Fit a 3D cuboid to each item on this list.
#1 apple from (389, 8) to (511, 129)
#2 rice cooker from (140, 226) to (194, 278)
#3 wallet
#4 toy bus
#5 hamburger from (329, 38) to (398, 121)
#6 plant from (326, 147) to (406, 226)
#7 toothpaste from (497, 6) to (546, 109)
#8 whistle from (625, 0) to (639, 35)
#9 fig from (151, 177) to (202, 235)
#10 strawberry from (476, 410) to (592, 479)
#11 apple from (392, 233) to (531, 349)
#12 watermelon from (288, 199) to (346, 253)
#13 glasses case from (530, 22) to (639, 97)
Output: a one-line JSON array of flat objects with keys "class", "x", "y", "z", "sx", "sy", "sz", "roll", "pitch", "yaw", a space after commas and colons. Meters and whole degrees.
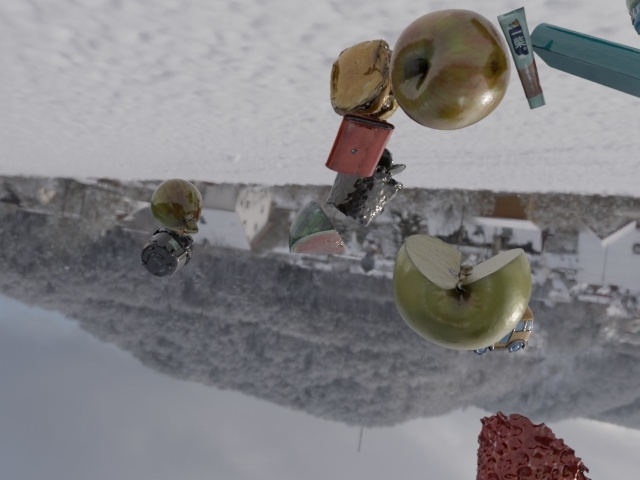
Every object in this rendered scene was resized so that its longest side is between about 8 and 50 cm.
[{"class": "apple", "x": 0.296, "y": -0.378, "z": 1.440, "sx": 0.265, "sy": 0.264, "sz": 0.264, "roll": 8, "pitch": 177, "yaw": 0}, {"class": "rice cooker", "x": -0.472, "y": 0.035, "z": 2.001, "sx": 0.142, "sy": 0.118, "sz": 0.203, "roll": 42, "pitch": 135, "yaw": -4}, {"class": "wallet", "x": 0.105, "y": -0.257, "z": 1.778, "sx": 0.142, "sy": 0.045, "sz": 0.204, "roll": 12, "pitch": 145, "yaw": -8}, {"class": "toy bus", "x": 0.472, "y": 0.220, "z": 1.760, "sx": 0.210, "sy": 0.136, "sz": 0.126, "roll": 0, "pitch": -143, "yaw": -17}, {"class": "hamburger", "x": 0.137, "y": -0.445, "z": 1.841, "sx": 0.244, "sy": 0.244, "sz": 0.163, "roll": 6, "pitch": 170, "yaw": 45}, {"class": "plant", "x": 0.153, "y": -0.197, "z": 2.193, "sx": 0.199, "sy": 0.276, "sz": 0.188, "roll": 27, "pitch": -171, "yaw": -37}, {"class": "toothpaste", "x": 0.422, "y": -0.374, "z": 1.342, "sx": 0.056, "sy": 0.205, "sz": 0.036, "roll": -17, "pitch": -172, "yaw": 17}, {"class": "whistle", "x": 0.692, "y": -0.477, "z": 1.364, "sx": 0.077, "sy": 0.235, "sz": 0.114, "roll": 1, "pitch": 137, "yaw": 16}, {"class": "fig", "x": -0.379, "y": -0.086, "z": 1.783, "sx": 0.186, "sy": 0.142, "sz": 0.148, "roll": 39, "pitch": 163, "yaw": 18}, {"class": "strawberry", "x": 0.351, "y": 0.447, "z": 1.198, "sx": 0.234, "sy": 0.233, "sz": 0.178, "roll": 6, "pitch": -150, "yaw": 47}, {"class": "apple", "x": 0.307, "y": 0.117, "z": 1.435, "sx": 0.295, "sy": 0.233, "sz": 0.258, "roll": 6, "pitch": -172, "yaw": 12}, {"class": "watermelon", "x": -0.016, "y": -0.003, "z": 2.081, "sx": 0.202, "sy": 0.207, "sz": 0.136, "roll": 40, "pitch": -155, "yaw": 1}, {"class": "glasses case", "x": 0.565, "y": -0.361, "z": 1.302, "sx": 0.117, "sy": 0.070, "sz": 0.301, "roll": 23, "pitch": -168, "yaw": -42}]
